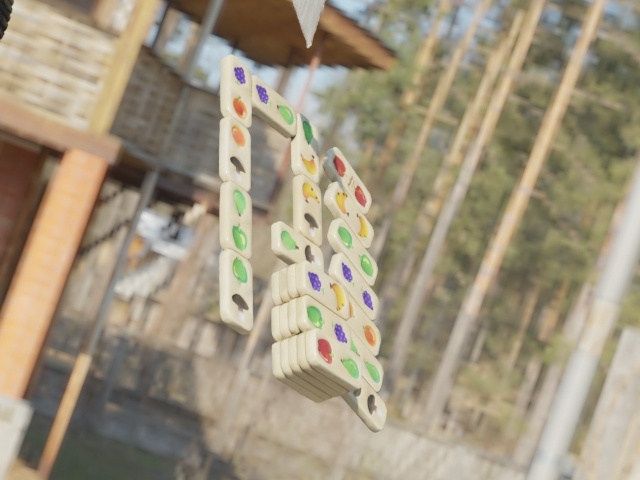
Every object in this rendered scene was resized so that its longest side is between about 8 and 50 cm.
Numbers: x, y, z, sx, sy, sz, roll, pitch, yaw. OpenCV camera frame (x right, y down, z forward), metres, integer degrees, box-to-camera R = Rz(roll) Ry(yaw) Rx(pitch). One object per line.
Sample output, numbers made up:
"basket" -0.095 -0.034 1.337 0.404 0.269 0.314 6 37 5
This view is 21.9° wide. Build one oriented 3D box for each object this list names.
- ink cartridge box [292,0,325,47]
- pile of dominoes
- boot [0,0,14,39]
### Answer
"ink cartridge box" 0.000 -0.283 1.208 0.056 0.224 0.181 -10 -29 -19
"pile of dominoes" 0.000 0.000 1.235 0.040 0.251 0.196 -22 -38 29
"boot" -0.334 -0.164 1.316 0.137 0.198 0.077 12 -21 27
